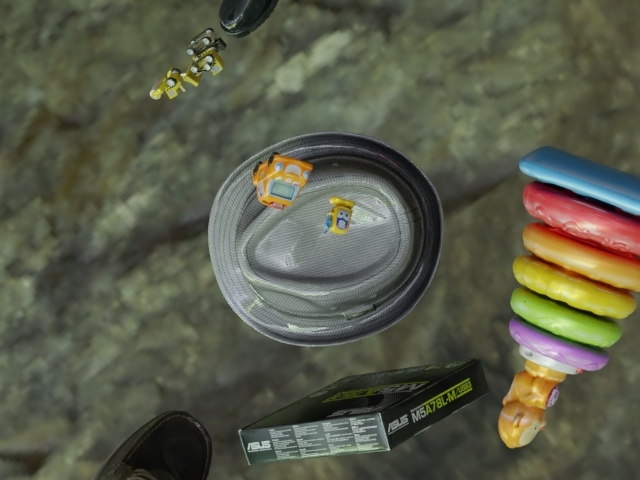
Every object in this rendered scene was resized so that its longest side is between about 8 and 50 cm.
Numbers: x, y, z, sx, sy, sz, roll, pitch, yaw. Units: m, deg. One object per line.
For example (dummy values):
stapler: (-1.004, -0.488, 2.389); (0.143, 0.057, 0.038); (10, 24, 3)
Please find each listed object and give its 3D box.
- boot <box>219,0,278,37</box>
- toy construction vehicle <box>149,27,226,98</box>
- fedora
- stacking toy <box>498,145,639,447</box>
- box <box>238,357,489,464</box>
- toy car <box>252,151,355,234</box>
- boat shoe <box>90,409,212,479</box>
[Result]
boot: (-0.061, -0.249, 1.347); (0.045, 0.099, 0.121); (34, -99, 31)
toy construction vehicle: (-0.138, -0.189, 1.693); (0.098, 0.035, 0.086); (-31, -154, 28)
fedora: (0.000, 0.000, 1.710); (0.275, 0.244, 0.124); (-8, -179, 7)
stacking toy: (0.246, 0.071, 1.544); (0.175, 0.165, 0.302); (3, 108, -70)
box: (0.045, 0.173, 1.563); (0.190, 0.045, 0.184); (-12, -177, 41)
toy car: (-0.005, -0.032, 1.241); (0.060, 0.122, 0.041); (-9, -115, 48)
boat shoe: (-0.190, 0.307, 1.581); (0.130, 0.132, 0.355); (-44, -167, 44)
